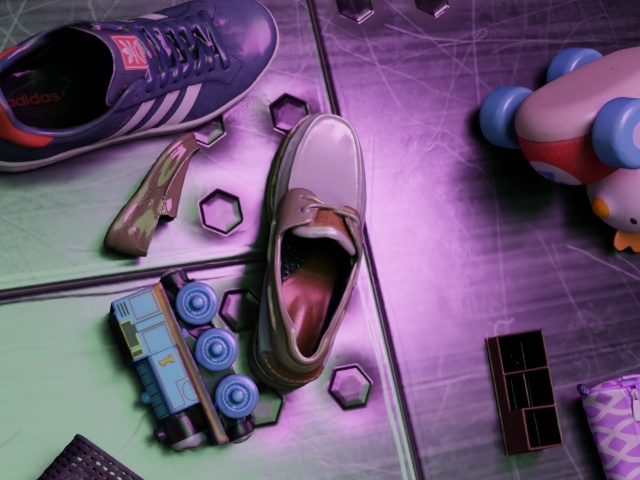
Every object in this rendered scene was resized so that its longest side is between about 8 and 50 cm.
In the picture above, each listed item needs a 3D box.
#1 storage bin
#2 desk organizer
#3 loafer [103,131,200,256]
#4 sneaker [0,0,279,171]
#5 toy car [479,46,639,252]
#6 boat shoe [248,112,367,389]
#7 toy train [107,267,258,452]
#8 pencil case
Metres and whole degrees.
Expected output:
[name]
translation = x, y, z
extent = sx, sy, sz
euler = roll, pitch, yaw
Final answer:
[storage bin]
translation = -0.165, 0.265, 0.974
extent = 0.180, 0.122, 0.084
euler = 30, 64, 24
[desk organizer]
translation = 0.220, 0.162, 1.201
extent = 0.047, 0.050, 0.130
euler = -4, 76, -19
[loafer]
translation = -0.163, -0.044, 1.133
extent = 0.050, 0.056, 0.148
euler = 35, 77, -7
[sneaker]
translation = -0.182, -0.173, 1.110
extent = 0.350, 0.148, 0.131
euler = -28, 85, -23
[toy car]
translation = 0.335, -0.079, 1.258
extent = 0.210, 0.219, 0.238
euler = -31, 115, -23
[boat shoe]
translation = 0.000, 0.000, 1.145
extent = 0.113, 0.103, 0.302
euler = 12, 72, -15
[toy train]
translation = -0.133, 0.120, 1.085
extent = 0.105, 0.080, 0.184
euler = -22, 85, -13
[pencil case]
translation = 0.350, 0.242, 1.202
extent = 0.086, 0.088, 0.206
euler = -14, 81, -19
